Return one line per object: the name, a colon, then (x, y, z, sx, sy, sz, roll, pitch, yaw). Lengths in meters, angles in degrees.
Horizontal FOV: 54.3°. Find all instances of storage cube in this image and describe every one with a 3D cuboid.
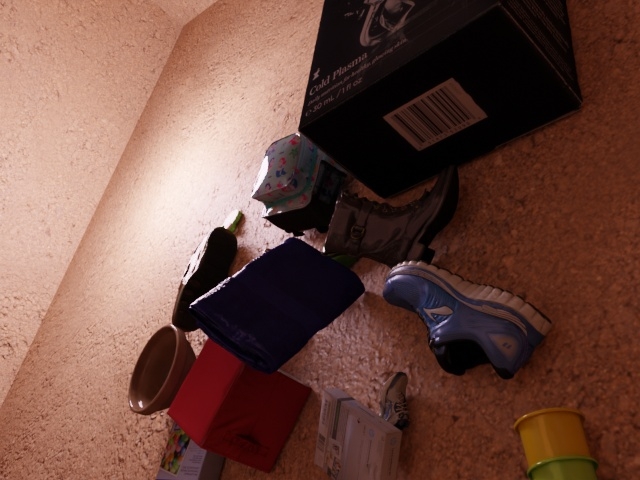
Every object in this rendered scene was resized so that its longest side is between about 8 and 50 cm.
storage cube: (-0.168, 0.334, 1.296, 0.215, 0.183, 0.193, 11, 70, 55)

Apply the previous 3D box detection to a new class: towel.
towel: (-0.081, 0.127, 1.267, 0.227, 0.076, 0.308, 32, 47, 25)

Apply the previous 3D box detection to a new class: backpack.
backpack: (-0.043, -0.164, 1.563, 0.225, 0.191, 0.254, -11, 49, 48)

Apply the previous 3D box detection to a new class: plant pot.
plant pot: (-0.396, 0.350, 1.635, 0.237, 0.109, 0.238, -34, 41, 35)

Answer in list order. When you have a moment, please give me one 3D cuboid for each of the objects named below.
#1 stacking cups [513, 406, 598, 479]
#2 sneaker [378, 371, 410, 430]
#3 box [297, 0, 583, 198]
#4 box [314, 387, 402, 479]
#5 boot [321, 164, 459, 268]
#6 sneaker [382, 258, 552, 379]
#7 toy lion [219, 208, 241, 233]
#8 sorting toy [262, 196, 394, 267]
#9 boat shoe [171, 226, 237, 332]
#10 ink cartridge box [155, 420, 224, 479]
stacking cups: (0.309, 0.368, 0.746, 0.096, 0.096, 0.316, -31, 43, 33)
sneaker: (0.132, 0.295, 1.073, 0.058, 0.052, 0.135, 8, 79, 50)
box: (0.240, -0.419, 1.311, 0.479, 0.297, 0.472, -24, 43, 39)
box: (0.059, 0.356, 1.068, 0.186, 0.038, 0.145, 18, 103, 57)
boot: (0.134, -0.058, 1.240, 0.228, 0.091, 0.263, 22, 82, 28)
sneaker: (0.207, 0.133, 1.035, 0.330, 0.129, 0.147, 19, 75, 56)
toy lion: (-0.279, -0.048, 1.900, 0.100, 0.034, 0.096, -36, 32, 29)
sorting toy: (0.000, 0.000, 1.414, 0.365, 0.126, 0.127, -32, 40, 33)
boat shoe: (-0.334, 0.114, 1.767, 0.119, 0.122, 0.324, -23, 38, 47)
ink cartridge box: (-0.293, 0.492, 1.437, 0.185, 0.065, 0.311, -18, 51, 44)
